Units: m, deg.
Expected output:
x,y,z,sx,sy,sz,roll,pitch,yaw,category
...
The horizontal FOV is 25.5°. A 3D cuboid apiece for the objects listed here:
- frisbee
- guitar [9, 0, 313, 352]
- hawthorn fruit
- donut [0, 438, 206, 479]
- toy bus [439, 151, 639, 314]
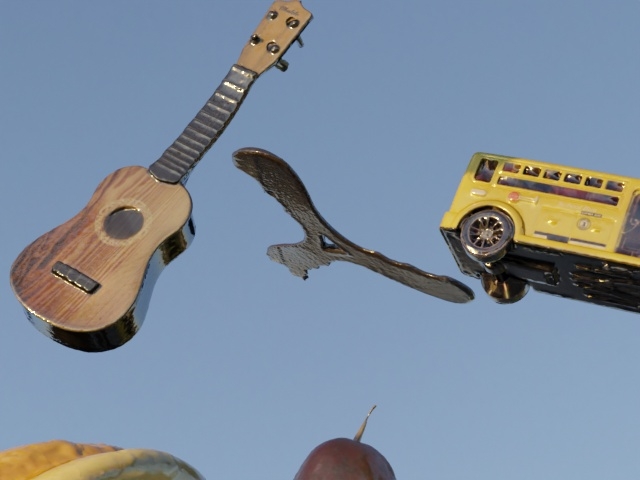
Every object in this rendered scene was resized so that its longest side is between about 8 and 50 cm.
x,y,z,sx,sy,sz,roll,pitch,yaw,category
0.000,0.000,1.090,0.211,0.012,0.187,34,-22,-17,frisbee
-0.087,-0.048,0.884,0.084,0.271,0.038,27,-24,21,guitar
0.020,0.290,1.588,0.149,0.189,0.149,-8,-51,-10,hawthorn fruit
-0.244,0.343,1.070,0.449,0.198,0.449,-28,-44,-31,donut
0.312,0.002,1.585,0.331,0.151,0.145,12,-24,24,toy bus
